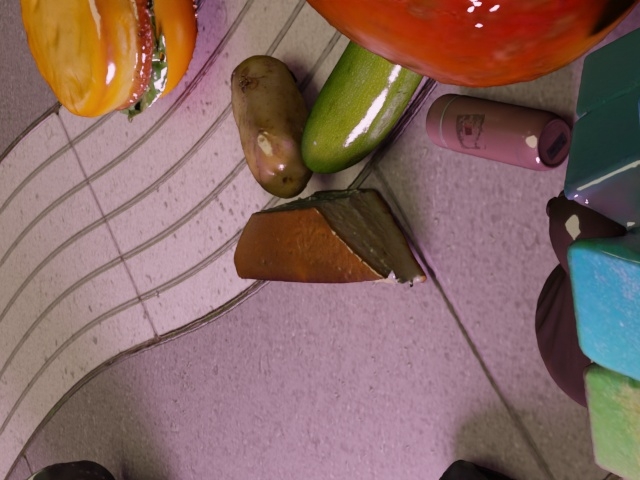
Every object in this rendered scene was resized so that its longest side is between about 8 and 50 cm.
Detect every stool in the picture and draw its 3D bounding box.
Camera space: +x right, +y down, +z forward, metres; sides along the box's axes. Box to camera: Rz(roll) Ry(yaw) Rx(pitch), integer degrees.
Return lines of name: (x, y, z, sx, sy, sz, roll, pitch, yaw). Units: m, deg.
stool: (0.238, 0.040, 0.986, 0.125, 0.121, 0.217, -9, 91, 54)

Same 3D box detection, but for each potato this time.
potato: (-0.051, -0.125, 1.349, 0.107, 0.080, 0.170, 78, 178, -53)

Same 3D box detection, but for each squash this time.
squash: (0.062, -0.173, 1.204, 0.082, 0.082, 0.292, 56, 134, 30)

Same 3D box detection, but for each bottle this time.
bottle: (0.156, -0.097, 1.122, 0.140, 0.053, 0.053, 20, 112, 49)

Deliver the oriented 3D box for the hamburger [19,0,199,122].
hamburger: (-0.241, -0.266, 1.502, 0.246, 0.170, 0.246, 35, 135, 44)

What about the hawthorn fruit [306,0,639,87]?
hawthorn fruit: (0.107, -0.302, 0.908, 0.403, 0.402, 0.403, 12, 105, 50)

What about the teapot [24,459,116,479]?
teapot: (-0.289, 0.433, 1.709, 0.223, 0.305, 0.285, -53, 38, -3)

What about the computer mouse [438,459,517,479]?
computer mouse: (0.168, 0.275, 1.164, 0.192, 0.062, 0.106, 25, 117, 45)

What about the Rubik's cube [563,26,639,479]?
Rubik's cube: (0.319, 0.007, 0.719, 0.368, 0.358, 0.387, 26, 126, -1)

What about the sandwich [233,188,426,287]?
sandwich: (0.000, 0.000, 1.304, 0.258, 0.094, 0.096, -1, 100, 50)
